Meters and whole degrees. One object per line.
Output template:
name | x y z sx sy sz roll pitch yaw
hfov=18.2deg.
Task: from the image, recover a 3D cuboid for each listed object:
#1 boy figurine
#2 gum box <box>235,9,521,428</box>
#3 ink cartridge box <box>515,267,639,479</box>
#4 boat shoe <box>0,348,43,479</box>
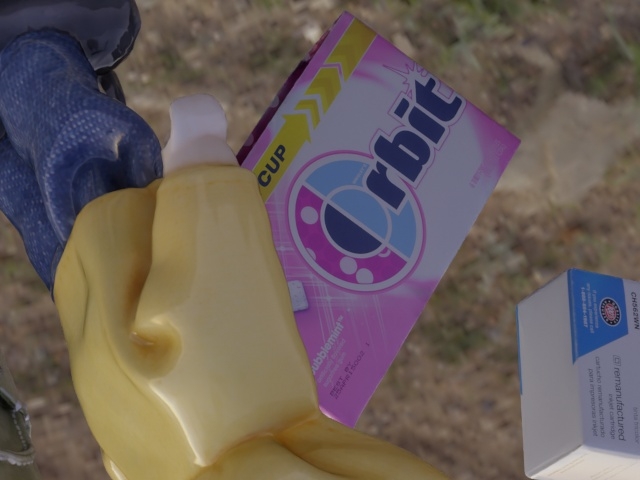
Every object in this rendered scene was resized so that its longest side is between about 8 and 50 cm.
boy figurine | -0.043 0.028 0.700 0.092 0.285 0.177 -20 144 -28
gum box | 0.000 0.000 0.931 0.107 0.188 0.062 36 151 -7
ink cartridge box | 0.156 0.070 0.917 0.122 0.088 0.052 12 152 -24
boat shoe | -0.184 0.068 0.875 0.109 0.302 0.094 20 91 -26
